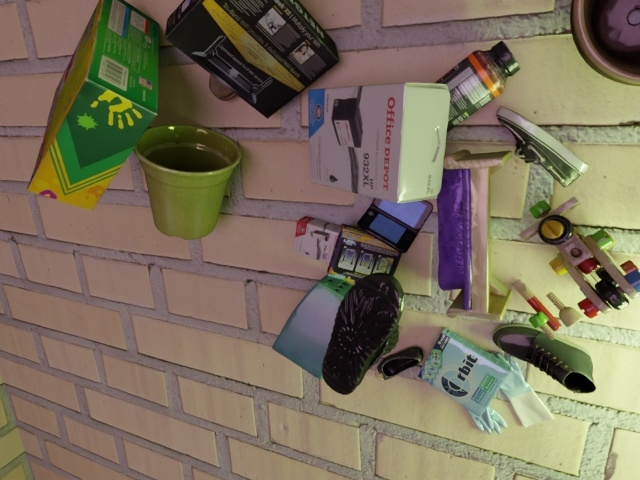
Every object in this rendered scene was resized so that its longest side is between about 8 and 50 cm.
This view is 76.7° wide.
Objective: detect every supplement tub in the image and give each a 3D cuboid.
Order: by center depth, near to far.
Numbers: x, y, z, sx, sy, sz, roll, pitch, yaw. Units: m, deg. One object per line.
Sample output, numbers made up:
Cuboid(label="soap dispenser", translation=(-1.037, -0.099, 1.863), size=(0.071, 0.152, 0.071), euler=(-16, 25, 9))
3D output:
Cuboid(label="supplement tub", translation=(0.310, -0.322, 0.854), size=(0.198, 0.106, 0.106), euler=(-34, 91, 28))

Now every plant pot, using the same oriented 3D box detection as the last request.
Cuboid(label="plant pot", translation=(0.545, -0.388, 0.656), size=(0.263, 0.229, 0.263), euler=(8, 111, 22))
Cuboid(label="plant pot", translation=(0.008, 0.224, 1.143), size=(0.165, 0.165, 0.234), euler=(30, 108, 12))
Cuboid(label="plant pot", translation=(-0.377, -0.151, 1.146), size=(0.276, 0.276, 0.254), euler=(26, 127, 14))

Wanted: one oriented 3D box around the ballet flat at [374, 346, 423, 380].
Cuboid(label="ballet flat", translation=(0.217, 0.354, 1.149), size=(0.173, 0.049, 0.057), euler=(-42, 87, 29))

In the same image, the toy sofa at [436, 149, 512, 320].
Cuboid(label="toy sofa", translation=(0.327, -0.015, 0.908), size=(0.177, 0.150, 0.363), euler=(3, 108, 32))

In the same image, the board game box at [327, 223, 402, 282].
Cuboid(label="board game box", translation=(0.117, 0.045, 1.061), size=(0.170, 0.048, 0.141), euler=(15, 111, -5))

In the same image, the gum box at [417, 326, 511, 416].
Cuboid(label="gum box", translation=(0.373, 0.344, 1.063), size=(0.184, 0.041, 0.157), euler=(31, 114, 23))

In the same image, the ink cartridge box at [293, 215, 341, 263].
Cuboid(label="ink cartridge box", translation=(0.000, 0.000, 1.124), size=(0.135, 0.056, 0.099), euler=(16, 113, 18))

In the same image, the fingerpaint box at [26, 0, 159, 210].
Cuboid(label="fingerpaint box", translation=(-0.584, -0.368, 1.070), size=(0.371, 0.163, 0.445), euler=(-40, 48, 28))

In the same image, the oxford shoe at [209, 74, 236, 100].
Cuboid(label="oxford shoe", translation=(-0.202, -0.504, 1.004), size=(0.123, 0.130, 0.348), euler=(42, 118, 6))

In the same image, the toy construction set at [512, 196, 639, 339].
Cuboid(label="toy construction set", translation=(0.514, 0.041, 0.854), size=(0.237, 0.257, 0.309), euler=(53, 144, 20))

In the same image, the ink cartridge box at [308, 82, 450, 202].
Cuboid(label="ink cartridge box", translation=(0.109, -0.220, 0.886), size=(0.307, 0.129, 0.223), euler=(23, 118, 50))

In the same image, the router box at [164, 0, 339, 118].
Cuboid(label="router box", translation=(-0.145, -0.451, 0.913), size=(0.243, 0.309, 0.081), euler=(-28, 54, 28))

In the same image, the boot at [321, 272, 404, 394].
Cuboid(label="boot", translation=(0.141, 0.196, 1.013), size=(0.131, 0.260, 0.348), euler=(36, 121, 22))

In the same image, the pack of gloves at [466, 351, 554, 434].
Cuboid(label="pack of gloves", translation=(0.460, 0.415, 1.066), size=(0.195, 0.046, 0.232), euler=(-33, 92, 30))

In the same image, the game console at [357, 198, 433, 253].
Cuboid(label="game console", translation=(0.185, -0.060, 1.010), size=(0.144, 0.124, 0.085), euler=(32, 143, 12))

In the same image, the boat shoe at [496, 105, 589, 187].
Cuboid(label="boat shoe", translation=(0.450, -0.196, 0.849), size=(0.219, 0.078, 0.070), euler=(40, 117, 5))

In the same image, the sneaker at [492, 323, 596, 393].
Cuboid(label="sneaker", translation=(0.521, 0.271, 0.948), size=(0.222, 0.118, 0.083), euler=(14, 112, 19))
